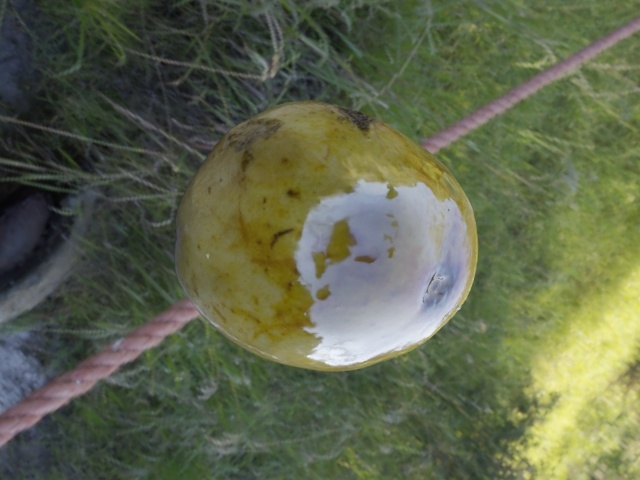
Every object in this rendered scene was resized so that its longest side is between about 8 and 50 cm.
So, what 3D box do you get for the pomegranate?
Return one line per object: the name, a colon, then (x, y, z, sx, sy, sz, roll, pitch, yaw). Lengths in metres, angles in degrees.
pomegranate: (0.000, 0.000, 0.737, 0.260, 0.260, 0.260, -37, 151, -25)
